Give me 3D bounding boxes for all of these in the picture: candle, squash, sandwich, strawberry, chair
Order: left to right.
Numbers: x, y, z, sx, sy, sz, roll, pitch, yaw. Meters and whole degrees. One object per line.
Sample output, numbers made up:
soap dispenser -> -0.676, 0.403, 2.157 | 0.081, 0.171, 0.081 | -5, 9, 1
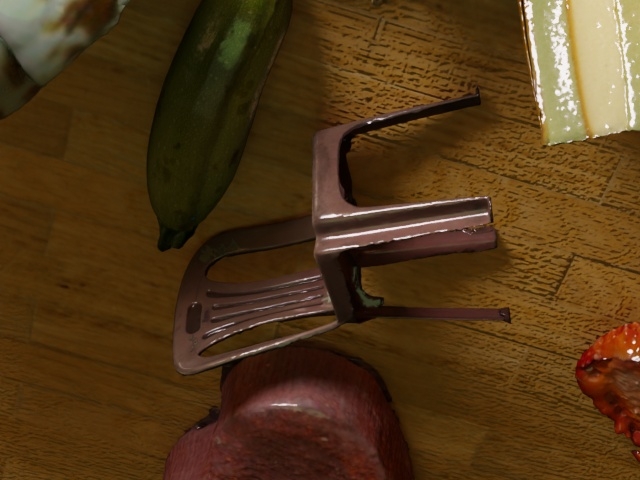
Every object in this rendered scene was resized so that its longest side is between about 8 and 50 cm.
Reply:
squash -> -0.107, -0.104, 1.291 | 0.094, 0.094, 0.341 | 20, 128, -7
candle -> -0.023, 0.276, 1.546 | 0.287, 0.131, 0.317 | 29, 127, -17
chair -> 0.000, 0.000, 1.304 | 0.326, 0.175, 0.183 | -9, 134, 7
sandwich -> 0.211, -0.189, 1.123 | 0.117, 0.187, 0.144 | -10, 131, 15
strawberry -> 0.331, 0.148, 1.432 | 0.121, 0.082, 0.188 | 1, 140, 32

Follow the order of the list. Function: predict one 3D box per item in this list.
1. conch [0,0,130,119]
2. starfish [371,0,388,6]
conch -> -0.270, -0.202, 1.133 | 0.197, 0.249, 0.368 | 31, 91, -40
starfish -> 0.022, -0.298, 1.112 | 0.277, 0.062, 0.235 | -13, 107, 45
